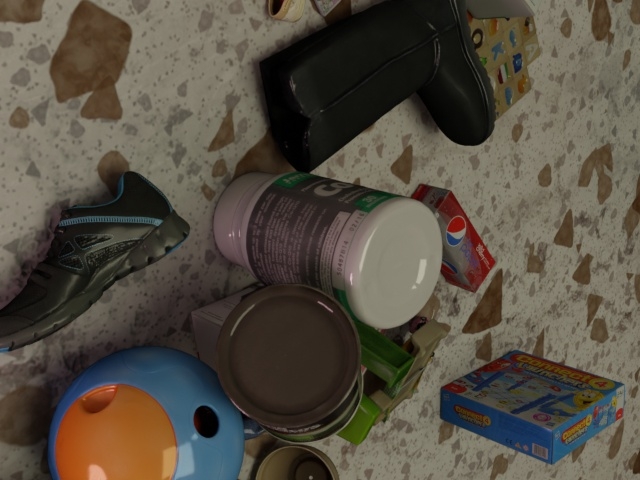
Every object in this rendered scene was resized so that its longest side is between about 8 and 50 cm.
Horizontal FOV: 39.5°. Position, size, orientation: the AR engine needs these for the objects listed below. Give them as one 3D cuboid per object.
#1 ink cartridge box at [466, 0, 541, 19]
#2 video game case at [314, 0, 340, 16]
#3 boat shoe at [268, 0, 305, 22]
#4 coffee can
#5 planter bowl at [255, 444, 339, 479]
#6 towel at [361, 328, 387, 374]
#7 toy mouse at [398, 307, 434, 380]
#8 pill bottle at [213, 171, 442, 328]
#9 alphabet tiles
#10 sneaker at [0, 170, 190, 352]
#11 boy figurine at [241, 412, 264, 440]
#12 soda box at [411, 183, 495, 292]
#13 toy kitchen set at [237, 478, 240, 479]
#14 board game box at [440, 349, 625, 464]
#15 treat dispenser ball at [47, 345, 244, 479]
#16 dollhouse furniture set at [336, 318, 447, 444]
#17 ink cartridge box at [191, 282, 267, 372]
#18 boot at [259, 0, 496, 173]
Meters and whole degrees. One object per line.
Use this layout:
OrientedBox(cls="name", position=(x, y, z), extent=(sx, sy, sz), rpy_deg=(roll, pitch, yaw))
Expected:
OrientedBox(cls="ink cartridge box", position=(0.392, -0.558, 1.801), extent=(0.087, 0.153, 0.208), rpy_deg=(37, 72, -39))
OrientedBox(cls="video game case", position=(0.006, -0.467, 1.558), extent=(0.087, 0.011, 0.122), rpy_deg=(-49, 131, -22))
OrientedBox(cls="boat shoe", position=(-0.055, -0.446, 1.468), extent=(0.059, 0.063, 0.170), rpy_deg=(-14, 112, -48))
OrientedBox(cls="coffee can", position=(-0.036, 0.196, 1.353), extent=(0.201, 0.202, 0.275), rpy_deg=(-60, 168, -13))
OrientedBox(cls="planter bowl", position=(-0.031, 0.466, 1.713), extent=(0.109, 0.162, 0.162), rpy_deg=(5, 99, -72))
OrientedBox(cls="towel", position=(0.055, 0.194, 1.794), extent=(0.144, 0.029, 0.197), rpy_deg=(-58, 136, -15))
OrientedBox(cls="toy mouse", position=(0.201, 0.219, 1.939), extent=(0.143, 0.031, 0.161), rpy_deg=(14, 92, -46))
OrientedBox(cls="pill bottle", position=(0.000, 0.000, 1.441), extent=(0.204, 0.361, 0.204), rpy_deg=(-15, 113, -41))
OrientedBox(cls="alphabet tiles", position=(0.366, -0.399, 1.932), extent=(0.342, 0.011, 0.285), rpy_deg=(-41, 126, -28))
OrientedBox(cls="sneaker", position=(-0.360, 0.033, 1.300), extent=(0.341, 0.125, 0.139), rpy_deg=(-39, 99, -26))
OrientedBox(cls="boy figurine", position=(-0.066, 0.310, 1.606), extent=(0.285, 0.177, 0.092), rpy_deg=(-17, 86, -24))
OrientedBox(cls="soda box", position=(0.276, -0.003, 1.909), extent=(0.092, 0.083, 0.263), rpy_deg=(-54, 133, -17))
OrientedBox(cls="toy kitchen set", position=(-0.161, 0.429, 1.615), extent=(0.083, 0.075, 0.068), rpy_deg=(36, 75, -48))
OrientedBox(cls="board game box", position=(0.492, 0.376, 2.075), extent=(0.302, 0.308, 0.086), rpy_deg=(-17, 112, -41))
OrientedBox(cls="treat dispenser ball", position=(-0.258, 0.302, 1.331), extent=(0.288, 0.288, 0.288), rpy_deg=(-15, 112, -41))
OrientedBox(cls="dollhouse furniture set", position=(0.112, 0.252, 1.807), extent=(0.301, 0.151, 0.197), rpy_deg=(-22, 142, -60))
OrientedBox(cls="ink cartridge box", position=(-0.096, 0.173, 1.585), extent=(0.237, 0.100, 0.172), rpy_deg=(-22, 117, -37))
OrientedBox(cls="boot", position=(0.118, -0.246, 1.635), extent=(0.445, 0.146, 0.367), rpy_deg=(-39, 119, -33))
